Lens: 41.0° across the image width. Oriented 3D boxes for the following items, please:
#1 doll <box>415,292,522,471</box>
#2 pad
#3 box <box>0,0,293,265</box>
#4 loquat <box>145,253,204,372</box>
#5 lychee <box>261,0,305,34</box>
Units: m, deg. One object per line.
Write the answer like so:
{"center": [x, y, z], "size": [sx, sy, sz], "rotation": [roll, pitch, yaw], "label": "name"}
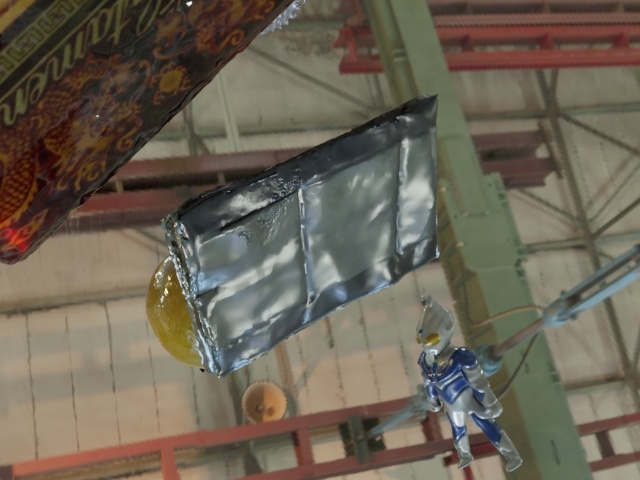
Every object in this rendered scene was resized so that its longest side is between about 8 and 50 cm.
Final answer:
{"center": [0.156, 0.168, 1.017], "size": [0.057, 0.114, 0.227], "rotation": [-25, -83, -34], "label": "doll"}
{"center": [0.000, 0.000, 0.657], "size": [0.233, 0.174, 0.022], "rotation": [-26, -137, -22], "label": "pad"}
{"center": [-0.153, -0.163, 0.278], "size": [0.264, 0.415, 0.116], "rotation": [-45, -113, 0], "label": "box"}
{"center": [-0.189, 0.106, 1.506], "size": [0.244, 0.244, 0.243], "rotation": [6, -115, -13], "label": "loquat"}
{"center": [-0.163, -0.542, 1.727], "size": [0.300, 0.300, 0.300], "rotation": [6, -115, -13], "label": "lychee"}
